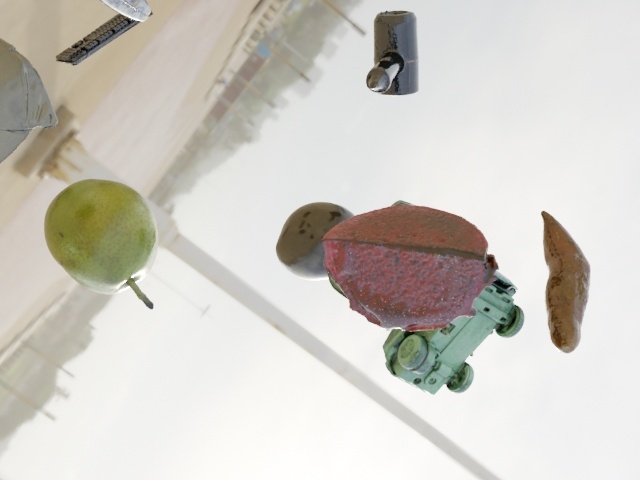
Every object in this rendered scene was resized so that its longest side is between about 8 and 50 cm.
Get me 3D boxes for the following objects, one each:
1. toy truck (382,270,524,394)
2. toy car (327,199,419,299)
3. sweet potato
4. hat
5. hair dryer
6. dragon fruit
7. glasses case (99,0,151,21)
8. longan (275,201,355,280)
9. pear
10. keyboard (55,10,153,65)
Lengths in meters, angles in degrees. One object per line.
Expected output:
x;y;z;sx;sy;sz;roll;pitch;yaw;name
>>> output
0.248;0.164;1.647;0.278;0.155;0.156;-53;-154;17;toy truck
0.147;0.011;1.858;0.306;0.136;0.125;-39;155;-36;toy car
0.513;0.091;1.786;0.095;0.106;0.354;-42;-148;43;sweet potato
-0.429;-0.164;1.086;0.175;0.147;0.085;-51;158;-15;hat
0.150;-0.395;1.900;0.352;0.107;0.189;-59;148;-65;hair dryer
0.147;0.033;1.308;0.163;0.262;0.189;65;38;-54;dragon fruit
-0.400;-0.481;1.639;0.065;0.087;0.248;-44;168;9;glasses case
0.000;0.000;2.002;0.213;0.198;0.198;-11;-155;15;longan
-0.315;0.012;1.296;0.166;0.216;0.180;-25;169;-26;pear
-0.462;-0.442;1.841;0.072;0.023;0.231;20;-129;37;keyboard
